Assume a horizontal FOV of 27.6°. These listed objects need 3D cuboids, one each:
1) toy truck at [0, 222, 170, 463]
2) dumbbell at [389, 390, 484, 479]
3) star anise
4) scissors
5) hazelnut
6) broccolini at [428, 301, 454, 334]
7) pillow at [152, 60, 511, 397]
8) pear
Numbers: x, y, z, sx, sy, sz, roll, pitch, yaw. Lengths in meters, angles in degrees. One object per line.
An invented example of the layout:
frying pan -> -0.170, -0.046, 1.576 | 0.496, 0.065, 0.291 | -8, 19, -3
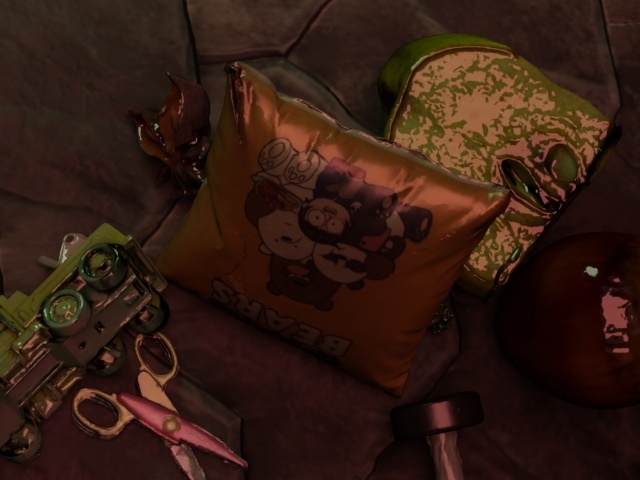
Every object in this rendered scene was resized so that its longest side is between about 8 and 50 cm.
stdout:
toy truck -> -0.288, 0.099, 1.339 | 0.135, 0.128, 0.259 | 30, 73, 31
dumbbell -> 0.139, 0.260, 1.368 | 0.100, 0.100, 0.191 | -10, 80, -10
star anise -> -0.069, -0.109, 1.419 | 0.227, 0.148, 0.218 | -10, 44, -37
scissors -> -0.161, 0.196, 1.376 | 0.187, 0.020, 0.133 | 43, 79, 3
hazelnut -> 0.287, 0.084, 1.394 | 0.208, 0.208, 0.208 | 2, 79, -8
broccolini -> 0.082, 0.064, 1.441 | 0.140, 0.030, 0.035 | 23, 112, 1
pillow -> 0.000, 0.000, 1.322 | 0.310, 0.312, 0.119 | 24, 41, -3
pear -> 0.154, -0.087, 1.414 | 0.255, 0.164, 0.238 | 36, 85, 5
